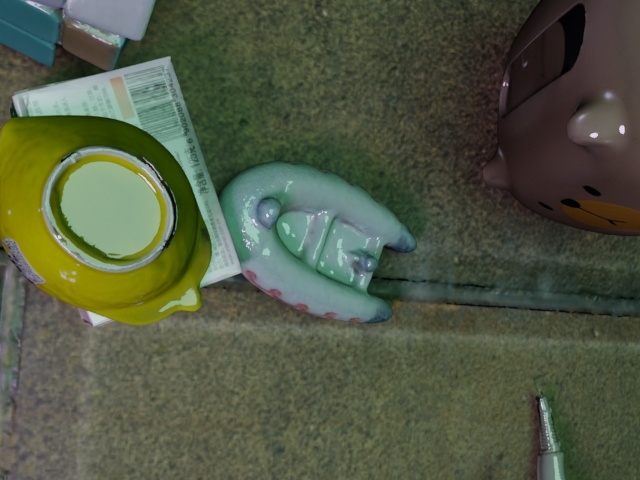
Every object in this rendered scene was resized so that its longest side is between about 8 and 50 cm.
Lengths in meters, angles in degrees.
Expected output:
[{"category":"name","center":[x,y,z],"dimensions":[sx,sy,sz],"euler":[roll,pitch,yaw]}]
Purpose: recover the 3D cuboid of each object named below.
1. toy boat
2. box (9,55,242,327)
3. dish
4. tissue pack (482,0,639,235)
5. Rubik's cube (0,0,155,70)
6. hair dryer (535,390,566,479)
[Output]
[{"category":"toy boat","center":[0.000,0.000,0.748],"dimensions":[0.207,0.079,0.134],"euler":[28,81,-22]},{"category":"box","center":[-0.166,-0.041,0.678],"dimensions":[0.135,0.081,0.199],"euler":[-19,94,-22]},{"category":"dish","center":[-0.157,-0.018,0.598],"dimensions":[0.207,0.080,0.149],"euler":[43,75,-14]},{"category":"tissue pack","center":[0.314,-0.139,0.720],"dimensions":[0.276,0.387,0.268],"euler":[3,87,-5]},{"category":"Rubik's cube","center":[-0.204,-0.264,0.589],"dimensions":[0.265,0.213,0.224],"euler":[24,76,-16]},{"category":"hair dryer","center":[0.213,0.331,0.842],"dimensions":[0.229,0.092,0.267],"euler":[-30,86,-15]}]
